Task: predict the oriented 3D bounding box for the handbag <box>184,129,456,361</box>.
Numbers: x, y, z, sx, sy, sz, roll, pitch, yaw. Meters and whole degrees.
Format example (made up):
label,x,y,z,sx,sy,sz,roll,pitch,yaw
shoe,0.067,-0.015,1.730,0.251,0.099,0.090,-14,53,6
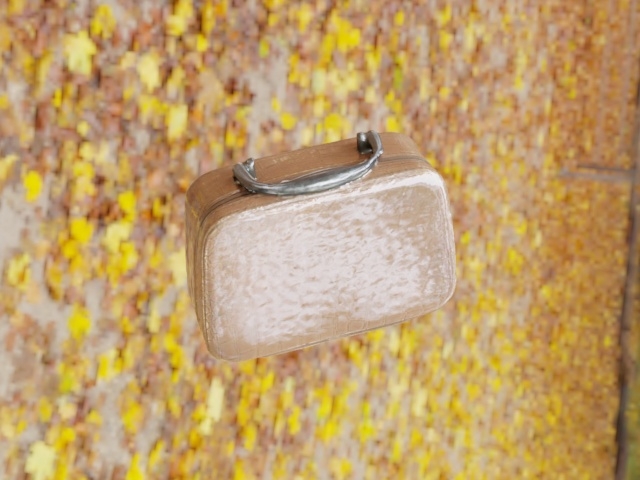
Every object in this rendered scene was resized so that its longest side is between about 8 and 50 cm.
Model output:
label,x,y,z,sx,sy,sz,roll,pitch,yaw
handbag,0.000,0.000,0.902,0.072,0.193,0.151,-117,-159,-53
